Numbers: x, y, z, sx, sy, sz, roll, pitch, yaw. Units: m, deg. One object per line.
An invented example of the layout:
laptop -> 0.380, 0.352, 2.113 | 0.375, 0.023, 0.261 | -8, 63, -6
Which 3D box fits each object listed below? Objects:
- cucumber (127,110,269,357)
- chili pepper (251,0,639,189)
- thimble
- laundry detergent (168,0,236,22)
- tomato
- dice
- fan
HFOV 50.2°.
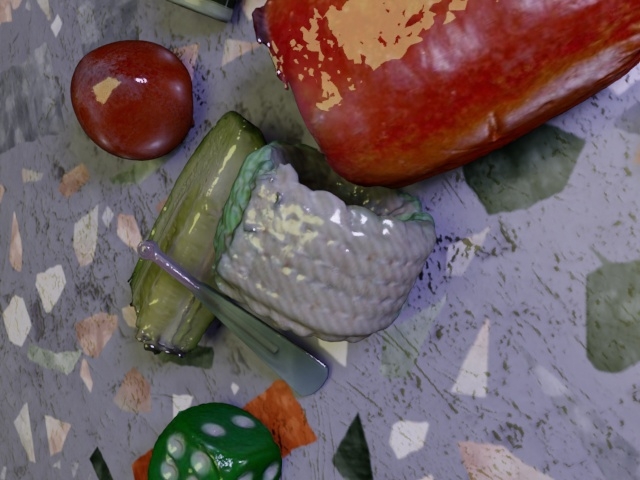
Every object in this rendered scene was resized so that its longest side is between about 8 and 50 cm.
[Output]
cucumber -> -0.144, -0.016, 0.889 | 0.325, 0.105, 0.145 | -62, 33, 19
chili pepper -> 0.126, -0.208, 0.636 | 0.305, 0.229, 0.251 | -27, 85, 22
thimble -> 0.000, 0.000, 0.710 | 0.219, 0.219, 0.150 | 37, 112, 29
laundry detergent -> -0.127, -0.407, 0.885 | 0.099, 0.070, 0.225 | 25, 102, 20
tomato -> -0.260, -0.199, 0.937 | 0.167, 0.167, 0.167 | 1, 91, 36
dice -> -0.135, 0.292, 0.872 | 0.131, 0.120, 0.128 | 27, 105, 31
fan -> -0.111, 0.095, 0.832 | 0.282, 0.023, 0.057 | 37, 115, -3
